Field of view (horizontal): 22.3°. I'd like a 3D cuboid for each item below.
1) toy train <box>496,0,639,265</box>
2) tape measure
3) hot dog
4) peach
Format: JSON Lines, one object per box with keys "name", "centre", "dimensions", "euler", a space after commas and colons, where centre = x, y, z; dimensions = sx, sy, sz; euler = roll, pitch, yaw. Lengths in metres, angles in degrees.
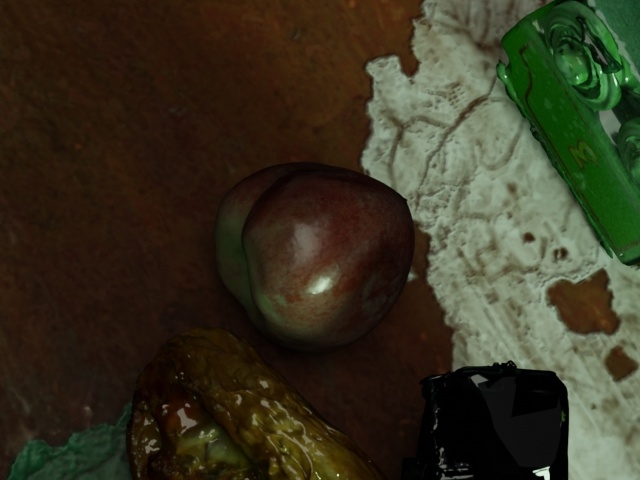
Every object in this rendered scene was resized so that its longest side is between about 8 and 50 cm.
{"name": "toy train", "centre": [0.244, -0.104, 1.227], "dimensions": [0.132, 0.188, 0.243], "euler": [-31, 89, -17]}
{"name": "tape measure", "centre": [0.112, 0.185, 1.143], "dimensions": [0.112, 0.186, 0.199], "euler": [6, 78, 1]}
{"name": "hot dog", "centre": [-0.049, 0.162, 1.165], "dimensions": [0.227, 0.099, 0.160], "euler": [42, 118, 15]}
{"name": "peach", "centre": [0.000, 0.000, 1.209], "dimensions": [0.152, 0.152, 0.152], "euler": [2, 74, -6]}
